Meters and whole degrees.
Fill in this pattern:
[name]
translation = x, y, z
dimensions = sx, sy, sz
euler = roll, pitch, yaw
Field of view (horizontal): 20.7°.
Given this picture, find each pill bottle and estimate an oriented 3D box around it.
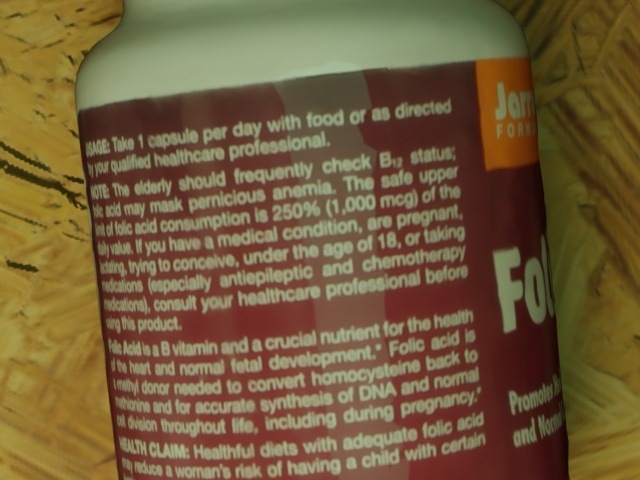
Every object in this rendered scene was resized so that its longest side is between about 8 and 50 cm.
[pill bottle]
translation = 0.000, 0.000, 0.859
dimensions = 0.224, 0.224, 0.392
euler = -7, 94, -11
